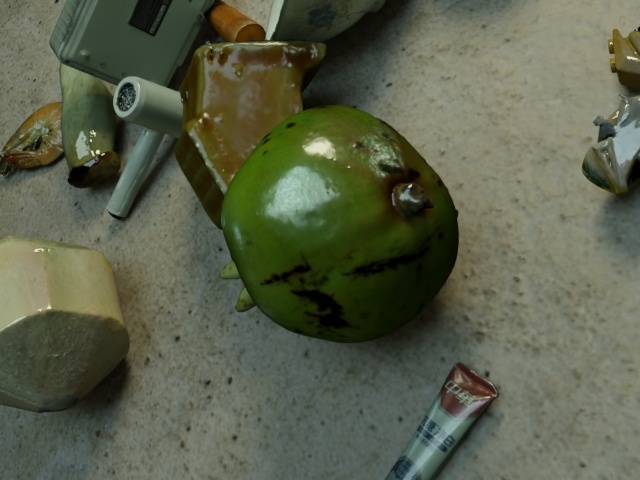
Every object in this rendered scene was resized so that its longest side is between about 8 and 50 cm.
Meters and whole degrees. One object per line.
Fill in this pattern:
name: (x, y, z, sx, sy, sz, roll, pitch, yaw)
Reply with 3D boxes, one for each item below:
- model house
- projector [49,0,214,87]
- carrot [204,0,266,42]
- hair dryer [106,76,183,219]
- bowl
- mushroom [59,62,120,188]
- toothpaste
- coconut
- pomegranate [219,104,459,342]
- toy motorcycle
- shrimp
model house: (-0.112, -0.129, 0.939, 0.268, 0.173, 0.239, 144, 131, -69)
projector: (-0.290, -0.372, 1.085, 0.257, 0.192, 0.099, -59, 44, 16)
carrot: (-0.162, -0.370, 1.128, 0.061, 0.061, 0.210, -48, 50, 7)
hair dryer: (-0.296, -0.139, 1.084, 0.073, 0.131, 0.237, 42, 109, 33)
bowl: (0.029, -0.394, 0.938, 0.313, 0.146, 0.314, -164, 90, -79)
mushroom: (-0.418, -0.238, 1.211, 0.107, 0.087, 0.333, -27, 57, 21)
toothpaste: (0.104, 0.243, 0.725, 0.062, 0.039, 0.239, 33, 88, 43)
coconut: (-0.395, 0.129, 0.965, 0.239, 0.239, 0.244, -38, 54, 13)
pomegranate: (0.000, 0.000, 0.770, 0.340, 0.260, 0.261, -38, 52, 44)
toy motorcycle: (0.335, -0.136, 0.702, 0.129, 0.094, 0.229, -10, 61, 30)
shrimp: (-0.546, -0.183, 1.289, 0.217, 0.051, 0.115, -31, 60, 15)
